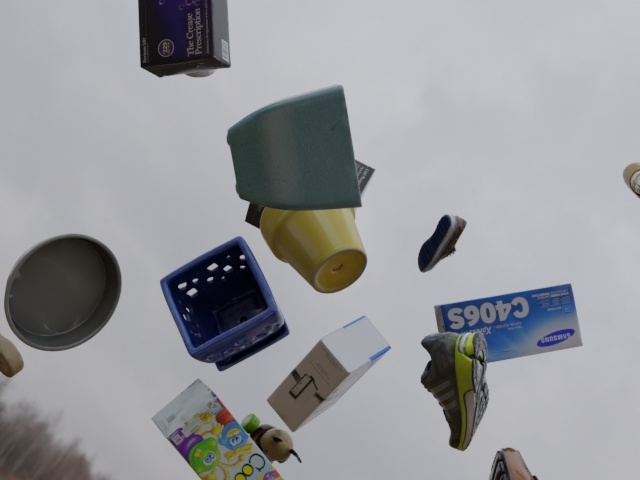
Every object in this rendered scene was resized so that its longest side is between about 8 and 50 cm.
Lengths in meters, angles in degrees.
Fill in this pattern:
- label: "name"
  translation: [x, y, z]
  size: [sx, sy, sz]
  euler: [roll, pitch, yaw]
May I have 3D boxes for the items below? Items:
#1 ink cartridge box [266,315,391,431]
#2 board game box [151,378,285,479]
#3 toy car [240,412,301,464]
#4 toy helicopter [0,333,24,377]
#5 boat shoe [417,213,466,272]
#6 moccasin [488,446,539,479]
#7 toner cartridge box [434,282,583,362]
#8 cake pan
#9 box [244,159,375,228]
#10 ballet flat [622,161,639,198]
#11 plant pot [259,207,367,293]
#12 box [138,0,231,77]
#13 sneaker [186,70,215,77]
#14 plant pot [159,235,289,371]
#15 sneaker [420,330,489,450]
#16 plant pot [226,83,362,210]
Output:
- label: "ink cartridge box"
  translation: [0.015, 0.248, 1.633]
  size: [0.086, 0.148, 0.203]
  euler: [49, -54, 14]
- label: "board game box"
  translation: [-0.230, 0.472, 1.979]
  size: [0.275, 0.142, 0.144]
  euler: [56, -15, -22]
- label: "toy car"
  translation: [-0.125, 0.538, 2.245]
  size: [0.155, 0.149, 0.188]
  euler: [46, -30, -17]
- label: "toy helicopter"
  translation: [-0.741, 0.153, 1.820]
  size: [0.355, 0.140, 0.235]
  euler: [45, -40, 11]
- label: "boat shoe"
  translation: [0.302, 0.015, 2.155]
  size: [0.066, 0.066, 0.183]
  euler: [6, -44, -26]
- label: "moccasin"
  translation: [0.420, 0.535, 1.645]
  size: [0.146, 0.139, 0.380]
  euler: [2, 23, -13]
- label: "toner cartridge box"
  translation: [0.475, 0.215, 2.220]
  size: [0.075, 0.347, 0.165]
  euler: [148, -67, -81]
- label: "cake pan"
  translation: [-0.613, 0.118, 2.077]
  size: [0.054, 0.293, 0.293]
  euler: [24, -24, 45]
- label: "box"
  translation: [-0.040, -0.138, 2.734]
  size: [0.312, 0.179, 0.343]
  euler: [27, -34, 3]
- label: "ballet flat"
  translation: [0.761, -0.109, 1.974]
  size: [0.073, 0.080, 0.232]
  euler: [15, 27, -45]
- label: "plant pot"
  translation: [0.000, 0.000, 2.307]
  size: [0.239, 0.254, 0.254]
  euler: [57, -6, 38]
- label: "box"
  translation: [-0.310, -0.517, 1.983]
  size: [0.184, 0.261, 0.103]
  euler: [-5, -6, 19]
- label: "sneaker"
  translation: [-0.332, -0.602, 2.252]
  size: [0.130, 0.323, 0.236]
  euler: [-5, -40, -6]
- label: "plant pot"
  translation: [-0.216, 0.168, 2.124]
  size: [0.236, 0.236, 0.212]
  euler: [62, 2, 30]
- label: "sneaker"
  translation: [0.265, 0.293, 1.749]
  size: [0.121, 0.111, 0.300]
  euler: [12, -55, 26]
- label: "plant pot"
  translation: [-0.061, -0.184, 1.851]
  size: [0.248, 0.252, 0.247]
  euler: [-98, 178, -79]
